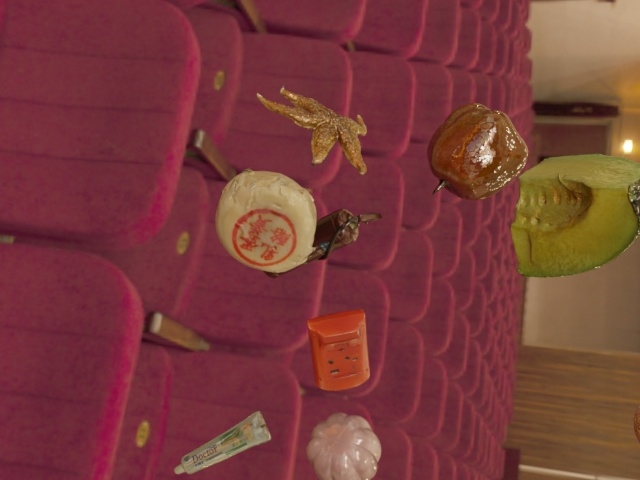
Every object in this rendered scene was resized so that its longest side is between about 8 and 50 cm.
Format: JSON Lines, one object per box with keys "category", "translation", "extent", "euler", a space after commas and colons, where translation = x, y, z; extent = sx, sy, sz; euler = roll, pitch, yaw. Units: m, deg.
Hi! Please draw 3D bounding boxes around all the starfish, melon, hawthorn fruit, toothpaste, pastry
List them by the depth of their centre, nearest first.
{"category": "toothpaste", "translation": [-0.202, 0.419, 1.490], "extent": [0.064, 0.218, 0.041], "euler": [64, 11, 19]}
{"category": "starfish", "translation": [0.011, -0.263, 1.724], "extent": [0.060, 0.299, 0.302], "euler": [-59, -145, 32]}
{"category": "pastry", "translation": [-0.127, -0.046, 1.750], "extent": [0.133, 0.265, 0.264], "euler": [-82, 170, -66]}
{"category": "melon", "translation": [0.623, -0.072, 1.753], "extent": [0.226, 0.344, 0.331], "euler": [35, 73, -38]}
{"category": "hawthorn fruit", "translation": [0.432, -0.238, 2.131], "extent": [0.301, 0.268, 0.267], "euler": [-45, 154, -9]}

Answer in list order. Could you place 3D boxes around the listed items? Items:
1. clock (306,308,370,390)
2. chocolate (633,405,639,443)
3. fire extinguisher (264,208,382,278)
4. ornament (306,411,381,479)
{"category": "clock", "translation": [0.039, 0.217, 1.427], "extent": [0.061, 0.113, 0.155], "euler": [-111, -168, -57]}
{"category": "chocolate", "translation": [0.854, 0.491, 1.759], "extent": [0.309, 0.134, 0.134], "euler": [45, 37, -17]}
{"category": "fire extinguisher", "translation": [0.000, 0.000, 1.953], "extent": [0.141, 0.341, 0.105], "euler": [-10, 78, -61]}
{"category": "ornament", "translation": [0.057, 0.504, 1.754], "extent": [0.177, 0.178, 0.177], "euler": [5, 90, -75]}
